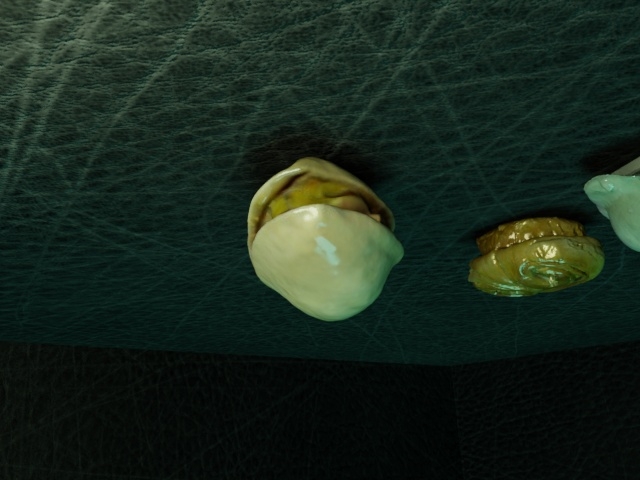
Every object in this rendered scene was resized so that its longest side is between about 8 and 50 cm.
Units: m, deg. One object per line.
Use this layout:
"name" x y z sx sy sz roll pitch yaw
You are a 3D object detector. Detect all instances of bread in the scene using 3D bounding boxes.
"bread" 0.398 0.035 1.289 0.198 0.120 0.236 8 161 -31

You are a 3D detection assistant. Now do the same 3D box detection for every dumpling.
"dumpling" 0.459 -0.057 0.981 0.105 0.149 0.216 -39 177 -13

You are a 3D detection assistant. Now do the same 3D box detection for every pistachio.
"pistachio" 0.000 0.000 0.965 0.214 0.193 0.318 -17 151 6

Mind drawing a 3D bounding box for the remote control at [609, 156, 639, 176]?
"remote control" 0.487 -0.111 0.980 0.077 0.022 0.245 3 162 -13
